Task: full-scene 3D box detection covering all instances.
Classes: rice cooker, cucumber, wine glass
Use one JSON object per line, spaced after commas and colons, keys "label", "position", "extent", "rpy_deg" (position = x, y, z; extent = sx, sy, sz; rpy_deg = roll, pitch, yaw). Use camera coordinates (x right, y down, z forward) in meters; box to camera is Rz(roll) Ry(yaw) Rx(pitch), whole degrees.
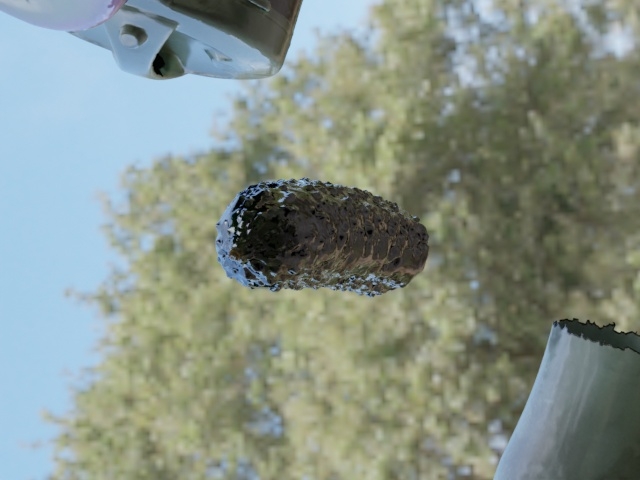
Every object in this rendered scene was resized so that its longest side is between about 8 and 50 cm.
{"label": "rice cooker", "position": [-0.137, -0.290, 1.640], "extent": [0.288, 0.288, 0.277], "rpy_deg": [26, -101, -65]}
{"label": "cucumber", "position": [0.000, -0.002, 1.055], "extent": [0.300, 0.072, 0.072], "rpy_deg": [8, -102, -73]}
{"label": "wine glass", "position": [0.122, 0.141, 0.826], "extent": [0.093, 0.093, 0.202], "rpy_deg": [2, -75, -68]}

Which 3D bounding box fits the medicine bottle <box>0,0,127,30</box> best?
{"label": "medicine bottle", "position": [-0.117, -0.309, 1.074], "extent": [0.325, 0.212, 0.212], "rpy_deg": [-54, -39, -26]}
